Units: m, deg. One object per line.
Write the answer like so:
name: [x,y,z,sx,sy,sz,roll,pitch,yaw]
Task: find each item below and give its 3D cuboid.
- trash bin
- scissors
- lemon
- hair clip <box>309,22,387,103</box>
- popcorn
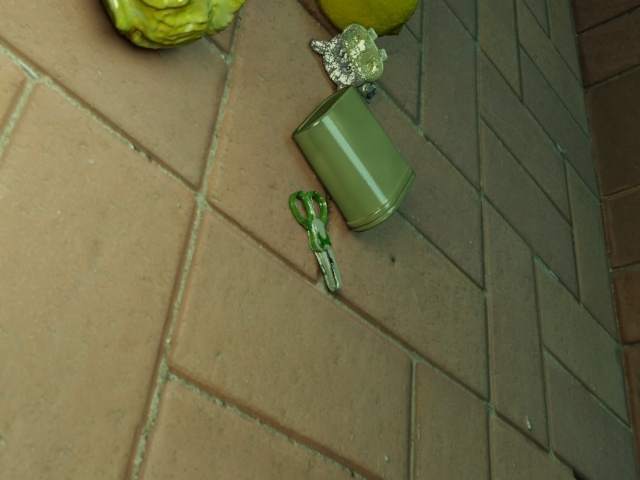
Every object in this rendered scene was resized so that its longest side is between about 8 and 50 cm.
trash bin: [0.070,-0.173,1.687,0.247,0.121,0.243,54,35,-16]
scissors: [0.000,0.000,1.565,0.101,0.027,0.204,-8,76,-53]
lemon: [0.105,-0.592,1.853,0.267,0.267,0.267,32,48,-43]
hair clip: [0.078,-0.394,1.815,0.187,0.146,0.056,61,0,-22]
popcorn: [-0.252,-0.443,1.277,0.226,0.276,0.276,-14,82,-22]
